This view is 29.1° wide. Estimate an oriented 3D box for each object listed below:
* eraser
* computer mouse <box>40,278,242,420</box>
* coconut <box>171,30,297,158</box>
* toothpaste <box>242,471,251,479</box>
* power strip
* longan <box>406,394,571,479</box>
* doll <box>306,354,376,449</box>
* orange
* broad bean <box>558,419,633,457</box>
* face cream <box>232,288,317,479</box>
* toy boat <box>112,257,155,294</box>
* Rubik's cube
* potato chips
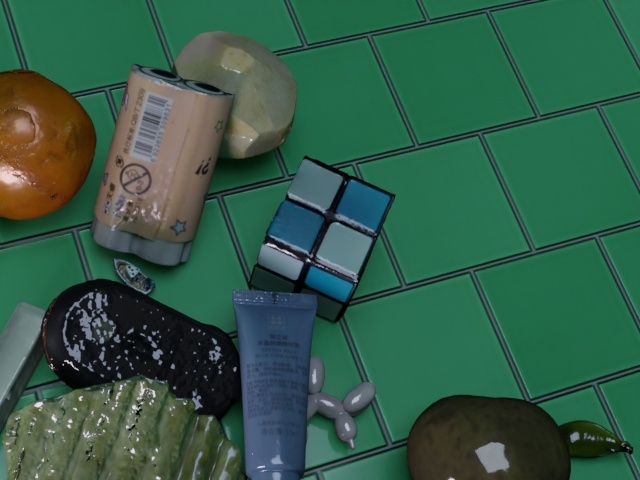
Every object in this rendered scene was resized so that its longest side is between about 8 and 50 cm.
[{"bbox_3d":[-0.257,-0.117,1.955,0.171,0.291,0.087,18,17,1],"label":"eraser"},{"bbox_3d":[-0.272,0.178,1.886,0.323,0.116,0.183,27,72,-13],"label":"computer mouse"},{"bbox_3d":[-0.145,-0.243,2.061,0.236,0.237,0.197,26,61,3],"label":"coconut"},{"bbox_3d":[-0.133,0.357,1.886,0.083,0.015,0.024,27,54,9],"label":"toothpaste"},{"bbox_3d":[-0.502,0.269,1.815,0.062,0.091,0.385,22,62,4],"label":"power strip"},{"bbox_3d":[0.259,0.337,1.864,0.246,0.215,0.246,13,67,-33],"label":"longan"},{"bbox_3d":[-0.008,0.267,1.929,0.161,0.059,0.160,25,61,1],"label":"doll"},{"bbox_3d":[-0.472,-0.153,1.947,0.240,0.240,0.240,4,63,-9],"label":"orange"},{"bbox_3d":[0.397,0.320,1.986,0.213,0.048,0.070,11,63,-2],"label":"broad bean"},{"bbox_3d":[-0.068,0.253,1.855,0.135,0.086,0.385,5,63,-12],"label":"face cream"},{"bbox_3d":[-0.303,0.056,1.989,0.083,0.038,0.038,37,63,7],"label":"toy boat"},{"bbox_3d":[0.001,0.000,1.994,0.167,0.180,0.183,23,60,0],"label":"Rubik's cube"},{"bbox_3d":[-0.276,0.391,1.769,0.373,0.097,0.389,-5,83,-13],"label":"potato chips"}]
